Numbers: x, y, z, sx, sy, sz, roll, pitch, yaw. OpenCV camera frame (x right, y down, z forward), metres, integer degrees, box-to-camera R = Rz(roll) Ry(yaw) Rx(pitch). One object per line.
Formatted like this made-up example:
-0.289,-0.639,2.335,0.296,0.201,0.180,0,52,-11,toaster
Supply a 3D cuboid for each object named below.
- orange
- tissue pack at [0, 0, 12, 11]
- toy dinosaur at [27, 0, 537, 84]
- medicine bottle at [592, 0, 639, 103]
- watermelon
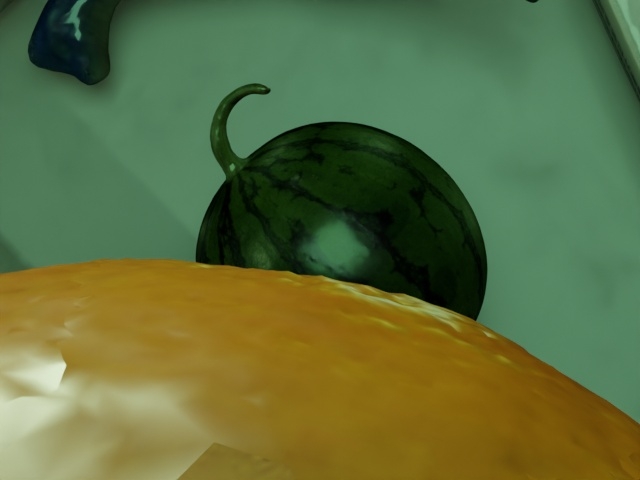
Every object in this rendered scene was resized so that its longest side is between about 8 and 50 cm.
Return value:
-0.051,0.208,0.486,0.424,0.326,0.424,0,79,3,orange
-0.090,-0.191,0.677,0.209,0.148,0.156,-43,119,-8,tissue pack
0.006,-0.165,0.700,0.188,0.075,0.247,10,85,8,toy dinosaur
0.202,-0.051,0.674,0.171,0.052,0.201,-21,76,-2,medicine bottle
0.002,0.006,0.642,0.109,0.109,0.109,-1,77,3,watermelon
